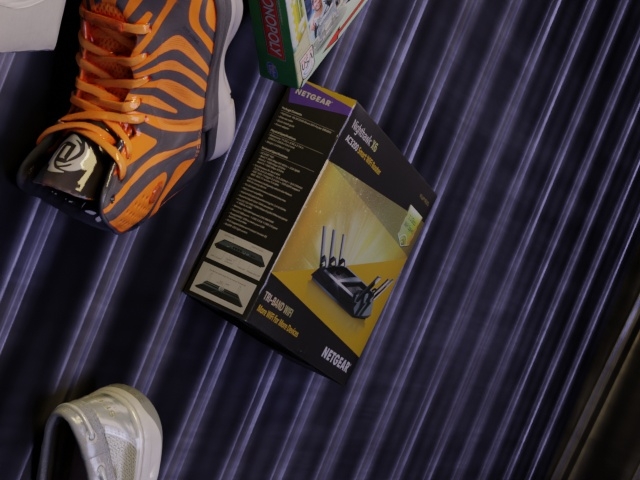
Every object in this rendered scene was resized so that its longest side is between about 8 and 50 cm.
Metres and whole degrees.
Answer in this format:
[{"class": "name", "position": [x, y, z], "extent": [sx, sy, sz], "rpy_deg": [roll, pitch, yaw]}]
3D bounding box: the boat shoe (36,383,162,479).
[{"class": "boat shoe", "position": [-0.222, 0.289, 1.516], "extent": [0.103, 0.118, 0.320], "rpy_deg": [-9, 116, -55]}]

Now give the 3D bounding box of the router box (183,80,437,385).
[{"class": "router box", "position": [0.000, 0.000, 1.740], "extent": [0.243, 0.081, 0.309], "rpy_deg": [-64, 156, -6]}]

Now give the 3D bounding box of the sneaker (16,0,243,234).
[{"class": "sneaker", "position": [-0.152, -0.119, 1.278], "extent": [0.180, 0.124, 0.321], "rpy_deg": [-52, 152, -31]}]

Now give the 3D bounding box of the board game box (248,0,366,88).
[{"class": "board game box", "position": [0.033, -0.315, 1.473], "extent": [0.317, 0.046, 0.213], "rpy_deg": [-55, 156, -28]}]

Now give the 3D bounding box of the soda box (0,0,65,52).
[{"class": "soda box", "position": [-0.204, -0.269, 1.076], "extent": [0.091, 0.098, 0.286], "rpy_deg": [-14, 125, -60]}]
